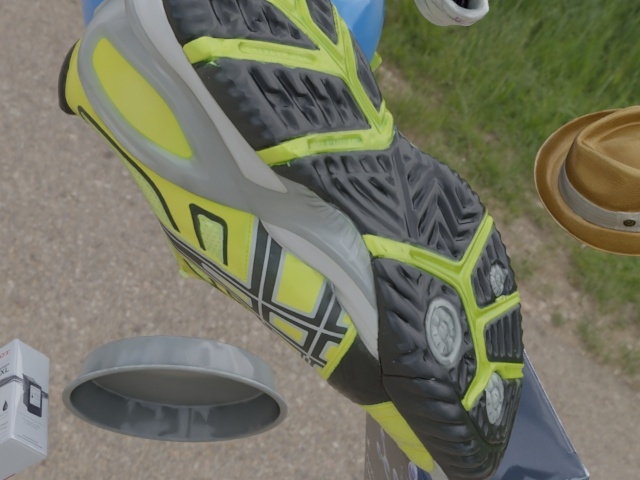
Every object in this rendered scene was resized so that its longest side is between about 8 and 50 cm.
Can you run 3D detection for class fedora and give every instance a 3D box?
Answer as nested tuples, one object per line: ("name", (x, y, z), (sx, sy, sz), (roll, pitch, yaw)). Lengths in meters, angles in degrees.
("fedora", (0.310, -0.077, 0.930), (0.194, 0.079, 0.194), (-5, 58, 8))

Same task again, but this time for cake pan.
("cake pan", (-0.188, 0.199, 1.243), (0.293, 0.293, 0.054), (13, 59, -21))

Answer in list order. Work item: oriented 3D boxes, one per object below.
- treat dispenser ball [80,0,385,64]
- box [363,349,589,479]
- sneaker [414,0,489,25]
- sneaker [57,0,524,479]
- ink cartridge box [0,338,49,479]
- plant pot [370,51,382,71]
("treat dispenser ball", (-0.082, -0.231, 0.902), (0.288, 0.288, 0.288), (17, 43, -16))
("box", (0.199, 0.349, 1.354), (0.212, 0.395, 0.293), (-8, 43, -9))
("sneaker", (0.165, -0.434, 1.260), (0.114, 0.305, 0.152), (-24, 23, -6))
("sneaker", (0.000, 0.000, 0.576), (0.385, 0.147, 0.145), (56, 43, -22))
("ink cartridge box", (-0.391, 0.211, 1.145), (0.063, 0.109, 0.150), (45, 21, -42))
("plant pot", (-0.081, -0.273, 1.350), (0.207, 0.227, 0.228), (49, 0, -20))
